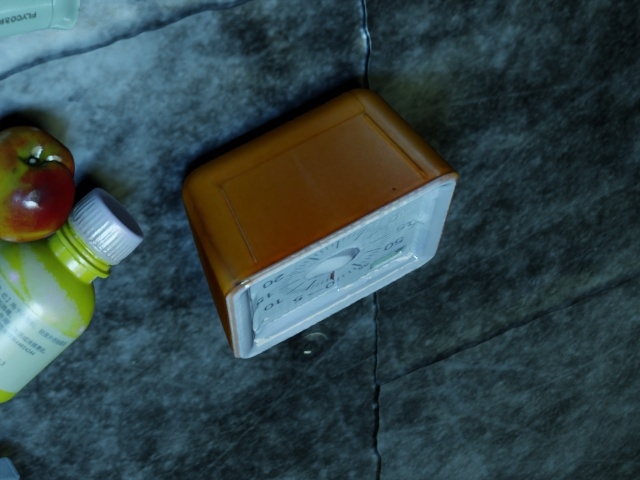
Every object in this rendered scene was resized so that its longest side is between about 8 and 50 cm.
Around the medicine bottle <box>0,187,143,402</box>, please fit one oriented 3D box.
[{"bbox_3d":[-0.266,0.044,1.326,0.212,0.122,0.122,-42,141,6],"label":"medicine bottle"}]

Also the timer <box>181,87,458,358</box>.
[{"bbox_3d":[0.000,0.000,1.456,0.257,0.161,0.250,-28,148,-11],"label":"timer"}]

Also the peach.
[{"bbox_3d":[-0.269,-0.049,1.257,0.100,0.101,0.101,-20,138,-19],"label":"peach"}]

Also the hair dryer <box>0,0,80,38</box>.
[{"bbox_3d":[-0.284,-0.252,1.082,0.206,0.075,0.237,-19,130,-31],"label":"hair dryer"}]

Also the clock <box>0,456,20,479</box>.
[{"bbox_3d":[-0.437,0.335,1.520,0.186,0.083,0.253,-5,132,-33],"label":"clock"}]
